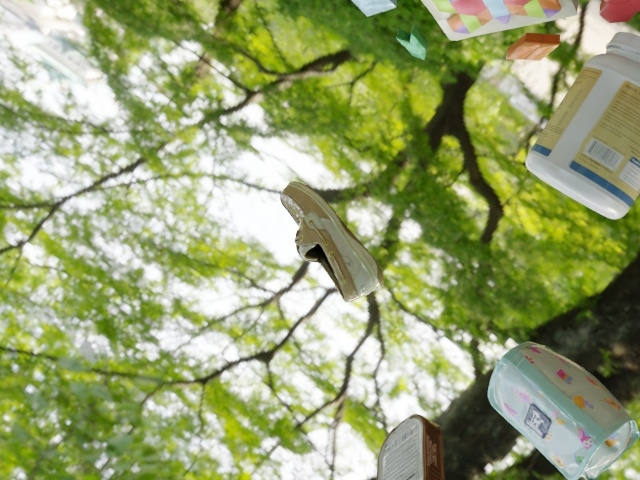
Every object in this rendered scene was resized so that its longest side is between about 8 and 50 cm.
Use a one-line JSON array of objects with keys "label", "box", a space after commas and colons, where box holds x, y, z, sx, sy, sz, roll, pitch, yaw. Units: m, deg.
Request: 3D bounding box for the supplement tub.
[{"label": "supplement tub", "box": [0.367, -0.143, 1.074, 0.144, 0.199, 0.144, 31, -172, -5]}]

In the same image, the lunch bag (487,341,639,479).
[{"label": "lunch bag", "box": [0.417, 0.291, 1.479, 0.223, 0.160, 0.262, 45, -175, 30]}]

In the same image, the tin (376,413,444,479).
[{"label": "tin", "box": [0.118, 0.316, 1.159, 0.040, 0.106, 0.189, 33, -151, -14]}]

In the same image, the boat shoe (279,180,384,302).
[{"label": "boat shoe", "box": [0.000, 0.000, 0.768, 0.135, 0.045, 0.050, 47, 162, 29]}]

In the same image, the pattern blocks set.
[{"label": "pattern blocks set", "box": [0.212, -0.297, 1.036, 0.285, 0.026, 0.325, 26, 153, -38]}]
